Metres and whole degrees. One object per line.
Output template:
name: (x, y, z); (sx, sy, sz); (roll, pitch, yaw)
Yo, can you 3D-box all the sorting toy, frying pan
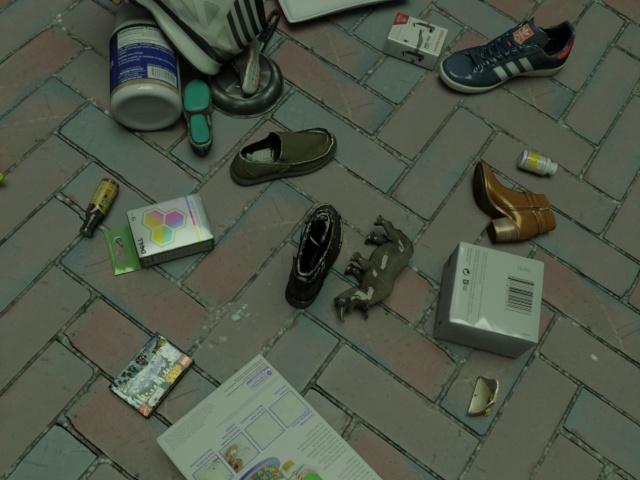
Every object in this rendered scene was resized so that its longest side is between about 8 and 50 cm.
sorting toy: (0.324, 0.301, 1.332); (0.045, 0.075, 0.083); (23, 64, 4)
frying pan: (-0.140, -0.420, 1.634); (0.197, 0.053, 0.326); (40, 69, 11)

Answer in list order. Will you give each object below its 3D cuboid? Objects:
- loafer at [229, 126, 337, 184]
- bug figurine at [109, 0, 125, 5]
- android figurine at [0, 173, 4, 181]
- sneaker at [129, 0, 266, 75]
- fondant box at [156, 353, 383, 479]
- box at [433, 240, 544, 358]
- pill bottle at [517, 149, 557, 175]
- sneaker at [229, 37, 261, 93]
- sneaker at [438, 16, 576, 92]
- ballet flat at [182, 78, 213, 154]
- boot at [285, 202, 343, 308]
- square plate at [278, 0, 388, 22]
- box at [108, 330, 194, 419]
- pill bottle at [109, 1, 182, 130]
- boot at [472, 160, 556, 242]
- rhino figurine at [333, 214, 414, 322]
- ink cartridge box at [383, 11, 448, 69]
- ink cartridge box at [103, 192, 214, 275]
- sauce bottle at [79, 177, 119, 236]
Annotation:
loafer: (-0.075, -0.192, 1.507); (0.251, 0.087, 0.094); (-22, 69, -17)
bug figurine: (-0.354, -0.593, 1.639); (0.279, 0.072, 0.216); (13, 35, 0)
android figurine: (-0.788, -0.142, 1.409); (0.273, 0.056, 0.248); (20, 64, 4)
sneaker: (-0.284, -0.579, 1.420); (0.257, 0.447, 0.169); (-32, 34, 22)
fondant box: (-0.086, 0.392, 1.186); (0.238, 0.096, 0.330); (-38, 60, -22)
box: (0.340, 0.122, 1.396); (0.182, 0.119, 0.181); (14, 64, 0)
pill bottle: (0.505, -0.177, 1.602); (0.083, 0.043, 0.043); (19, 64, 1)
sneaker: (-0.175, -0.398, 1.571); (0.065, 0.061, 0.157); (-7, 64, 19)
sneaker: (0.458, -0.465, 1.675); (0.350, 0.148, 0.131); (-17, 68, -14)
ballet flat: (-0.272, -0.271, 1.534); (0.070, 0.070, 0.188); (-1, 61, -8)
boot: (0.000, 0.000, 1.347); (0.091, 0.229, 0.263); (16, 64, 0)
square plate: (0.016, -0.717, 1.793); (0.347, 0.049, 0.344); (-18, 68, -15)
box: (-0.316, 0.252, 1.297); (0.094, 0.027, 0.137); (34, 65, 8)
pill bottle: (-0.388, -0.390, 1.525); (0.153, 0.153, 0.264); (-4, 65, -9)
boot: (0.431, -0.093, 1.540); (0.152, 0.073, 0.197); (-11, 79, -11)
rhino figurine: (0.107, 0.068, 1.417); (0.106, 0.073, 0.243); (30, 66, 10)
ink cartridge box: (0.237, -0.495, 1.711); (0.135, 0.056, 0.099); (20, 63, 3)
ink cartridge box: (-0.331, -0.013, 1.402); (0.209, 0.062, 0.109); (-16, 68, -14)
sauce bottle: (-0.458, -0.068, 1.424); (0.042, 0.042, 0.128); (17, 66, 1)
